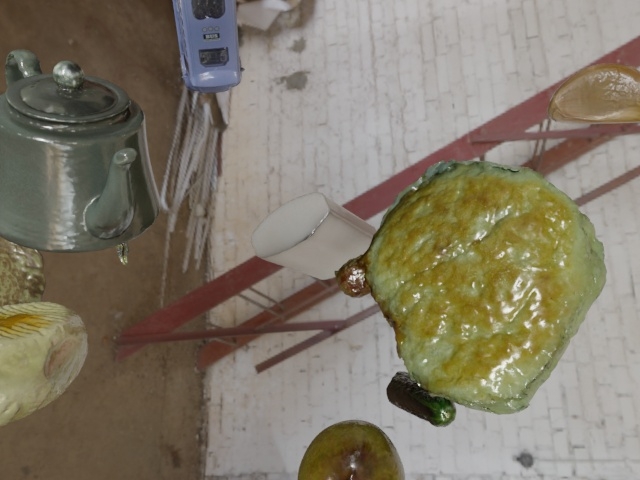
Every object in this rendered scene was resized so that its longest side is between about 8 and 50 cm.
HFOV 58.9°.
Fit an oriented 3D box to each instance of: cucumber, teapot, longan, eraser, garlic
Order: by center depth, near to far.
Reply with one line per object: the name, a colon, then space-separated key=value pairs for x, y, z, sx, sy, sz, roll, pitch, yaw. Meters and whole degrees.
teapot: x=-0.238 y=-0.098 z=0.529 sx=0.162 sy=0.239 sz=0.149 roll=-21 pitch=138 yaw=-38
longan: x=0.039 y=0.318 z=0.741 sx=0.176 sy=0.145 sz=0.154 roll=63 pitch=8 yaw=-73
cucumber: x=0.192 y=0.300 z=1.078 sx=0.241 sy=0.075 sz=0.074 roll=165 pitch=-80 yaw=-75
eraser: x=0.000 y=0.000 z=1.181 sx=0.270 sy=0.174 sz=0.094 roll=27 pitch=37 yaw=-59
garlic: x=0.640 y=-0.320 z=1.302 sx=0.164 sy=0.245 sz=0.145 roll=-83 pitch=167 yaw=-48

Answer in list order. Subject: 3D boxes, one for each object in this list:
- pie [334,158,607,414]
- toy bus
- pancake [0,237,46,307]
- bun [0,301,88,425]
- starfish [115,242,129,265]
pie: x=0.263 y=0.062 z=0.964 sx=0.180 sy=0.395 sz=0.418 roll=37 pitch=5 yaw=-45
toy bus: x=-0.124 y=-0.228 z=0.627 sx=0.167 sy=0.073 sz=0.076 roll=94 pitch=-18 yaw=-50
pancake: x=-0.578 y=0.058 z=0.981 sx=0.212 sy=0.235 sz=0.029 roll=45 pitch=15 yaw=-5
bun: x=-0.461 y=0.180 z=0.815 sx=0.244 sy=0.244 sz=0.153 roll=-18 pitch=108 yaw=-74
starfish: x=-0.456 y=-0.053 z=1.203 sx=0.176 sy=0.053 sz=0.208 roll=45 pitch=49 yaw=-32
